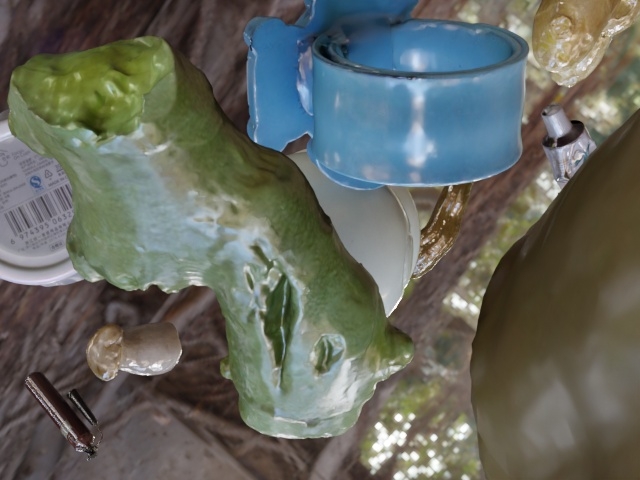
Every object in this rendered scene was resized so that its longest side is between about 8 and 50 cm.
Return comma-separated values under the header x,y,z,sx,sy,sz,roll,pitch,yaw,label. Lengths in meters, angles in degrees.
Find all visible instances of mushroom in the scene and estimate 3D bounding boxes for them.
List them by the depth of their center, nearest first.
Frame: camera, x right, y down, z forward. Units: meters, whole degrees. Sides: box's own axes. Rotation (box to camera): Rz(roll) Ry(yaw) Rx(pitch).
x,y,z,sx,sy,sz,roll,pitch,yaw,label
-0.318,0.191,1.852,0.088,0.097,0.212,48,-160,29,mushroom

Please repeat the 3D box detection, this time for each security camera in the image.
x,y,z,sx,sy,sz,roll,pitch,yaw,label
0.000,0.000,1.020,0.194,0.194,0.236,40,-173,3,security camera

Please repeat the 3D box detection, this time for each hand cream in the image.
x,y,z,sx,sy,sz,roll,pitch,yaw,label
0.304,-0.057,1.244,0.050,0.084,0.257,45,164,48,hand cream

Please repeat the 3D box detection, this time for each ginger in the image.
x,y,z,sx,sy,sz,roll,pitch,yaw,label
-0.054,0.009,0.565,0.290,0.137,0.089,45,-160,-33,ginger
0.420,-0.370,1.448,0.122,0.348,0.363,42,-165,20,ginger

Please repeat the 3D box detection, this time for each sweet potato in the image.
x,y,z,sx,sy,sz,roll,pitch,yaw,label
0.147,-0.011,1.340,0.053,0.182,0.054,25,-158,-27,sweet potato

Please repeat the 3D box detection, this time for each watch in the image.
x,y,z,sx,sy,sz,roll,pitch,yaw,label
0.059,-0.113,0.826,0.211,0.211,0.193,20,-172,-41,watch

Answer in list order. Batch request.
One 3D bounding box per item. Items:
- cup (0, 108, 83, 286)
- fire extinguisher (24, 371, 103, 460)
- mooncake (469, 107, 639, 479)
x,y,z,sx,sy,sz,roll,pitch,yaw,label
-0.351,-0.069,1.416,0.253,0.253,0.371,36,-178,-7,cup
-0.322,0.223,1.356,0.049,0.035,0.173,-25,-134,-31,fire extinguisher
0.316,0.084,0.528,0.466,0.262,0.467,6,-113,-15,mooncake
